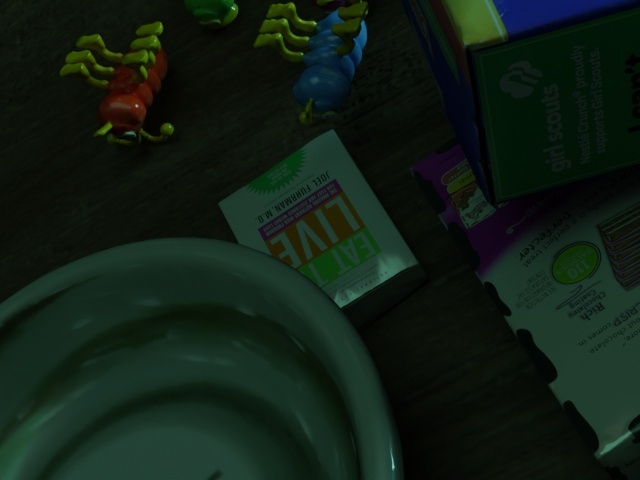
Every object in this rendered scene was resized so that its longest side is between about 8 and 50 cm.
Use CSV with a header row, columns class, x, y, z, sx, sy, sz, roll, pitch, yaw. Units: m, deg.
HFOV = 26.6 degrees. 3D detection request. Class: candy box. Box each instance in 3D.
class,x,y,z,sx,sy,sz,roll,pitch,yaw
candy box,0.172,0.005,0.750,0.159,0.071,0.233,-34,47,7
candy box,0.201,-0.180,0.748,0.317,0.122,0.268,-17,43,2

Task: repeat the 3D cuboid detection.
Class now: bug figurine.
class,x,y,z,sx,sy,sz,roll,pitch,yaw
bug figurine,-0.052,-0.161,1.003,0.279,0.072,0.216,-1,54,37

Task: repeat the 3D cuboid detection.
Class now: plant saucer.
class,x,y,z,sx,sy,sz,roll,pitch,yaw
plant saucer,-0.118,0.192,0.792,0.400,0.100,0.401,-16,54,23

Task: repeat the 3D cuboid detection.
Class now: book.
class,x,y,z,sx,sy,sz,roll,pitch,yaw
book,0.000,0.000,0.894,0.096,0.035,0.144,-34,47,3
